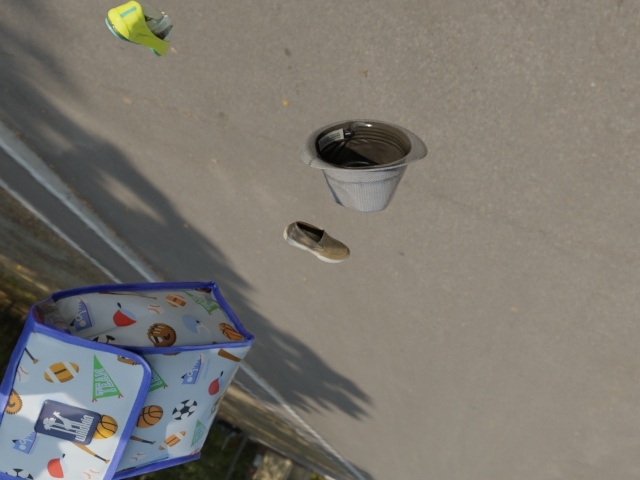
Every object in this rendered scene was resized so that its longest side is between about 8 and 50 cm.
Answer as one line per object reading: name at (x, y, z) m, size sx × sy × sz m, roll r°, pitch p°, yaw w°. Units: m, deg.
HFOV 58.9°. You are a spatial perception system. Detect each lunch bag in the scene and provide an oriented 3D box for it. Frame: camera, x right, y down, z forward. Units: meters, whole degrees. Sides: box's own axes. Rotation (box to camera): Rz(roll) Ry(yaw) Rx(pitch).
lunch bag at (-0.356, 0.257, 1.013) m, size 0.385 × 0.328 × 0.239 m, roll 7°, pitch -154°, yaw -45°

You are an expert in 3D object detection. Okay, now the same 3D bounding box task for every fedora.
fedora at (0.083, -0.140, 1.120) m, size 0.275 × 0.243 × 0.124 m, roll -121°, pitch 23°, yaw -56°

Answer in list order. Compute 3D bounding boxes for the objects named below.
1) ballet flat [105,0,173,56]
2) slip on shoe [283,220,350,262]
ballet flat at (-0.321, -0.401, 1.071) m, size 0.077 × 0.077 × 0.231 m, roll 54°, pitch -170°, yaw -5°
slip on shoe at (0.000, 0.000, 1.037) m, size 0.135 × 0.051 × 0.041 m, roll 25°, pitch 137°, yaw -19°
